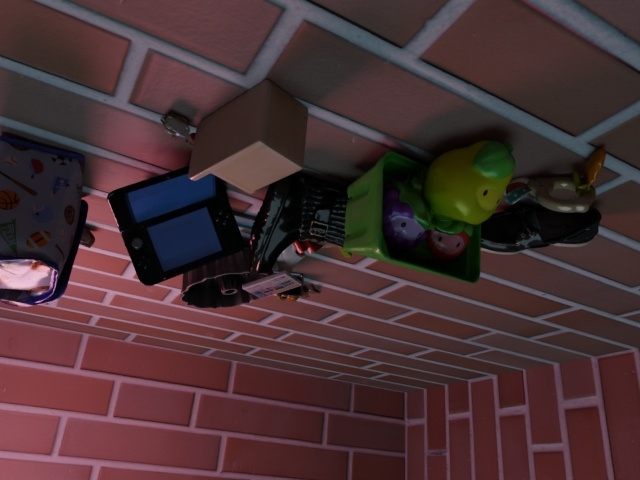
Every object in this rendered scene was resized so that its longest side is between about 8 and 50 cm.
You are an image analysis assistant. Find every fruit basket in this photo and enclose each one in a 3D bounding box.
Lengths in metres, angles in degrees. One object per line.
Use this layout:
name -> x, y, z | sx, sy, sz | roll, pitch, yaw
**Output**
fruit basket -> 0.282, -0.066, 1.250 | 0.391, 0.283, 0.392 | 5, 167, 1

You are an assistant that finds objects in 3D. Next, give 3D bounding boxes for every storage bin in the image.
storage bin -> -0.133, 0.173, 2.013 | 0.135, 0.098, 0.091 | 6, 165, -3

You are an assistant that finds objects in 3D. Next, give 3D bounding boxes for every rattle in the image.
rattle -> 0.531, -0.146, 1.254 | 0.199, 0.130, 0.143 | 21, 153, 31

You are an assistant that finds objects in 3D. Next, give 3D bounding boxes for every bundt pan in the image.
bundt pan -> -0.310, 0.117, 1.825 | 0.330, 0.124, 0.331 | -10, 156, -5

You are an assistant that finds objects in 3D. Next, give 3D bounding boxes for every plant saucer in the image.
plant saucer -> -0.223, -0.056, 1.621 | 0.191, 0.018, 0.067 | 14, 153, -21

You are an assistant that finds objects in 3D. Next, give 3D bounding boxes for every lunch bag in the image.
lunch bag -> -0.754, -0.024, 1.423 | 0.238, 0.328, 0.385 | 14, 151, -24

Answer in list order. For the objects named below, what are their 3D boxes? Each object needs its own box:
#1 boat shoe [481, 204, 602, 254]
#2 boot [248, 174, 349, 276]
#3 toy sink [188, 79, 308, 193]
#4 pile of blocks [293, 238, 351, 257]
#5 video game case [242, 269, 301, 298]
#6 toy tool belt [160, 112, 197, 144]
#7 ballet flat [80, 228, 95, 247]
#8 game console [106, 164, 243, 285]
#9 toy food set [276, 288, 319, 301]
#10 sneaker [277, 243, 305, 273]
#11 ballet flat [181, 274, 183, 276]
boat shoe -> 0.557, -0.039, 1.403 | 0.339, 0.127, 0.113 | 2, 154, 1
boot -> -0.038, -0.018, 1.435 | 0.260, 0.131, 0.348 | 13, 129, -17
toy sink -> -0.150, -0.201, 1.149 | 0.234, 0.153, 0.131 | -19, 147, 38
pile of blocks -> 0.000, 0.000, 1.593 | 0.361, 0.113, 0.149 | 7, 155, -4
video game case -> -0.158, 0.147, 1.794 | 0.157, 0.019, 0.143 | -19, 156, 13
toy tool belt -> -0.314, -0.248, 1.208 | 0.083, 0.052, 0.051 | 27, 178, -34
ballet flat -> -0.824, -0.051, 1.702 | 0.249, 0.058, 0.084 | 32, 166, -34
game console -> -0.350, -0.042, 1.368 | 0.293, 0.250, 0.173 | -22, -173, -18
toy food set -> -0.109, 0.217, 2.124 | 0.191, 0.039, 0.132 | -2, 168, 12
sneaker -> -0.095, 0.058, 1.785 | 0.094, 0.080, 0.212 | -8, 153, -2
ballet flat -> -0.508, 0.051, 1.804 | 0.106, 0.108, 0.316 | 12, 157, 17
